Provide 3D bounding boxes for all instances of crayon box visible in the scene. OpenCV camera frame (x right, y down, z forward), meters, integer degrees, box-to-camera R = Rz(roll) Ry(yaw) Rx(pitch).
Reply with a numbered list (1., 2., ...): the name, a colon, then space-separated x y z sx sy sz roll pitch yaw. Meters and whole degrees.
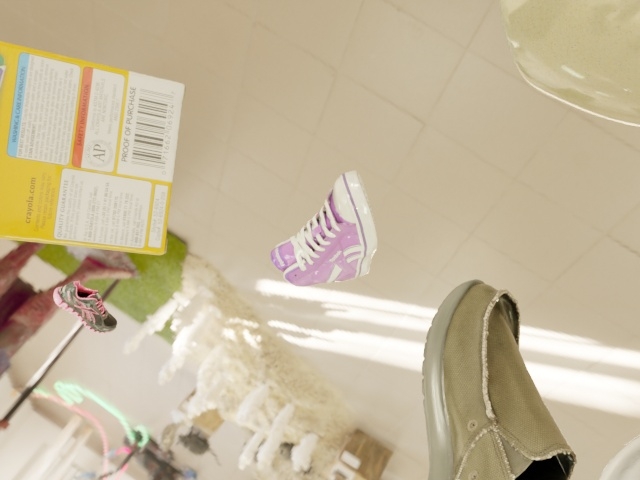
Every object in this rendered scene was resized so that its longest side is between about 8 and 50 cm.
1. crayon box: -0.323 -0.102 0.778 0.323 0.203 0.083 8 178 -31

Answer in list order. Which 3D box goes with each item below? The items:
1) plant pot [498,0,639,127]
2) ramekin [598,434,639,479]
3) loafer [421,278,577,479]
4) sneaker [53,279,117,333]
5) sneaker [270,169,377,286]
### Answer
1. plant pot: 0.265 -0.218 0.615 0.191 0.284 0.284 -7 128 33
2. ramekin: 0.285 0.222 0.460 0.109 0.207 0.207 6 156 -24
3. loafer: 0.116 0.133 0.444 0.088 0.251 0.094 -13 138 28
4. sneaker: -0.374 0.107 1.175 0.057 0.047 0.119 -35 123 19
5. sneaker: 0.000 0.001 1.138 0.161 0.102 0.282 -13 150 -8
